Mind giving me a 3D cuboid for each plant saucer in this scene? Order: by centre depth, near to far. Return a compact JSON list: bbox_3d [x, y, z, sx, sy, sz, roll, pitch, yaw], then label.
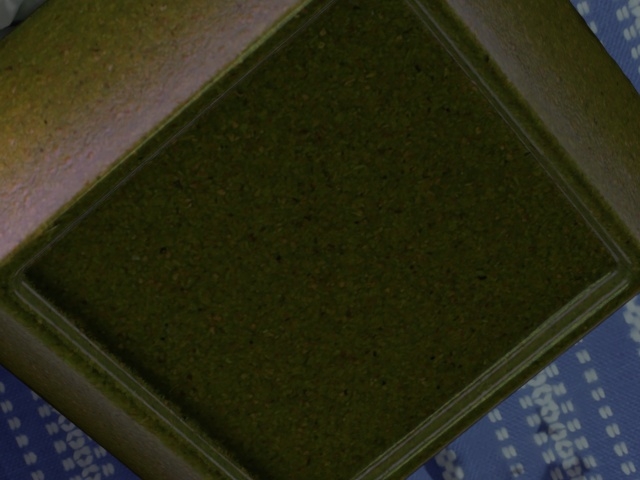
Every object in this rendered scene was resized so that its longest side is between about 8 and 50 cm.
[{"bbox_3d":[0.000,0.000,0.407,0.188,0.045,0.188,-40,121,8],"label":"plant saucer"}]

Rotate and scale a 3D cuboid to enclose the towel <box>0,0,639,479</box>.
[{"bbox_3d":[0.050,0.024,0.490,0.336,0.040,0.243,-23,96,5],"label":"towel"}]

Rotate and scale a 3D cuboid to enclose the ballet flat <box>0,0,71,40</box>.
[{"bbox_3d":[-0.169,-0.060,0.436,0.409,0.147,0.147,-23,104,1],"label":"ballet flat"}]
